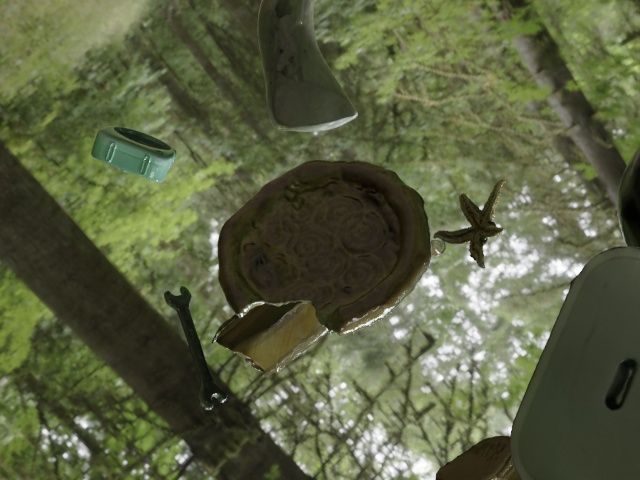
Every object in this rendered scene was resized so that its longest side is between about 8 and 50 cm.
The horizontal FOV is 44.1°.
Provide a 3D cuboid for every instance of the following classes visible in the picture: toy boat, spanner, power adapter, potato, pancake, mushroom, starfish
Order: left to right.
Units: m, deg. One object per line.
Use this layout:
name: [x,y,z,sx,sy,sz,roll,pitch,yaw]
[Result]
spanner: [-0.223,0.186,1.402,0.054,0.254,0.015,1,141,-36]
mushroom: [-0.047,-0.419,1.644,0.177,0.397,0.126,-12,172,4]
pancake: [0.000,0.000,0.812,0.235,0.029,0.212,1,-123,20]
toy boat: [0.002,0.082,1.394,0.445,0.136,0.162,-40,-156,23]
potato: [0.243,0.019,1.700,0.037,0.036,0.093,-28,169,24]
starfish: [0.317,-0.044,1.570,0.176,0.053,0.208,-60,-150,11]
toy boat: [0.276,0.387,1.302,0.188,0.061,0.116,-37,-168,17]
power adapter: [0.274,0.130,0.616,0.124,0.255,0.187,23,-91,42]

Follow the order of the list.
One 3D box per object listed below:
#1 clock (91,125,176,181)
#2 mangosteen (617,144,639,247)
clock: [-0.245,-0.120,1.069,0.135,0.101,0.041,-91,-157,-77]
mangosteen: [0.546,-0.043,1.064,0.275,0.302,0.275,-13,-113,32]
